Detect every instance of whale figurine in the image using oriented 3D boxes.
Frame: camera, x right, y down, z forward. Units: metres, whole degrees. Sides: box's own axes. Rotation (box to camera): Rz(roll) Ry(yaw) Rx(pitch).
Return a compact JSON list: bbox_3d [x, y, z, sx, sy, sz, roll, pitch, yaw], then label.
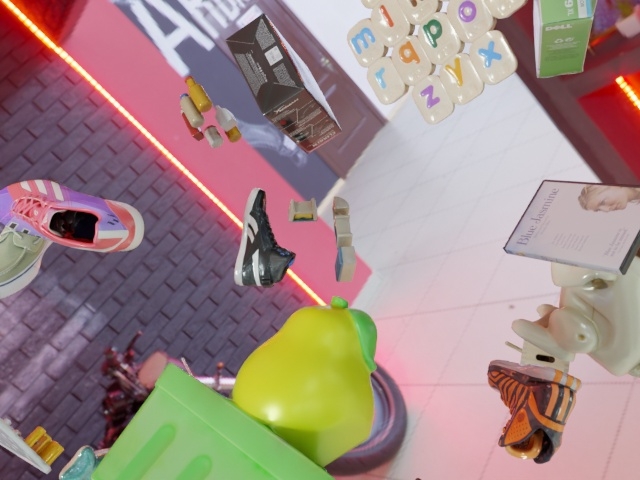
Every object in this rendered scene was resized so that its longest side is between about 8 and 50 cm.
[{"bbox_3d":[-0.576,0.636,1.708,0.216,0.141,0.272,-51,-27,-21],"label":"whale figurine"}]

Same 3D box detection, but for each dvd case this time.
[{"bbox_3d":[0.484,-0.034,1.198,0.253,0.022,0.180,13,65,55],"label":"dvd case"}]

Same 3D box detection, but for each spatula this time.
[{"bbox_3d":[-0.309,0.420,1.682,0.019,0.168,0.242,-29,31,-15],"label":"spatula"}]

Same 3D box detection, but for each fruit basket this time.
[{"bbox_3d":[-0.046,0.265,0.789,0.392,0.283,0.392,-15,32,9],"label":"fruit basket"}]

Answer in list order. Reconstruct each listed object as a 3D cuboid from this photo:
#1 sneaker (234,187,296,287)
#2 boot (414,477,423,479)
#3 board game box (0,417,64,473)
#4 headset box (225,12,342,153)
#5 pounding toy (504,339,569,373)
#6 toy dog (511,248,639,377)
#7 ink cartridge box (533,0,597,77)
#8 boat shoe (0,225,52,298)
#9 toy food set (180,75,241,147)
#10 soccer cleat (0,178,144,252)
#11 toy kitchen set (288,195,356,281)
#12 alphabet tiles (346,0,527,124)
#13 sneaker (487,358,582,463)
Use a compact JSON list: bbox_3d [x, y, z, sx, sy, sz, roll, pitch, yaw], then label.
[{"bbox_3d":[-0.107,-0.002,1.386,0.079,0.121,0.217,56,-138,-77],"label":"sneaker"},{"bbox_3d":[0.374,0.830,1.883,0.207,0.248,0.090,1,13,44],"label":"boot"},{"bbox_3d":[-0.668,0.232,1.150,0.390,0.390,0.050,2,40,45],"label":"board game box"},{"bbox_3d":[-0.072,-0.345,1.483,0.110,0.218,0.293,-31,-19,12],"label":"headset box"},{"bbox_3d":[0.624,0.353,1.872,0.181,0.206,0.094,8,71,20],"label":"pounding toy"},{"bbox_3d":[0.700,0.097,1.521,0.395,0.284,0.408,35,117,37],"label":"toy dog"},{"bbox_3d":[0.304,-0.301,0.810,0.062,0.109,0.209,-3,-11,17],"label":"ink cartridge box"},{"bbox_3d":[-0.625,-0.004,1.338,0.302,0.109,0.094,-79,-7,-51],"label":"boat shoe"},{"bbox_3d":[-0.307,-0.337,1.729,0.111,0.104,0.232,-34,-20,10],"label":"toy food set"},{"bbox_3d":[-0.469,-0.045,1.129,0.116,0.318,0.108,-8,-71,-70],"label":"soccer cleat"},{"bbox_3d":[0.000,0.000,1.751,0.122,0.166,0.207,96,170,-62],"label":"toy kitchen set"},{"bbox_3d":[0.164,-0.331,0.957,0.284,0.278,0.021,-32,-5,43],"label":"alphabet tiles"},{"bbox_3d":[0.405,0.350,1.325,0.321,0.125,0.180,113,179,-79],"label":"sneaker"}]
